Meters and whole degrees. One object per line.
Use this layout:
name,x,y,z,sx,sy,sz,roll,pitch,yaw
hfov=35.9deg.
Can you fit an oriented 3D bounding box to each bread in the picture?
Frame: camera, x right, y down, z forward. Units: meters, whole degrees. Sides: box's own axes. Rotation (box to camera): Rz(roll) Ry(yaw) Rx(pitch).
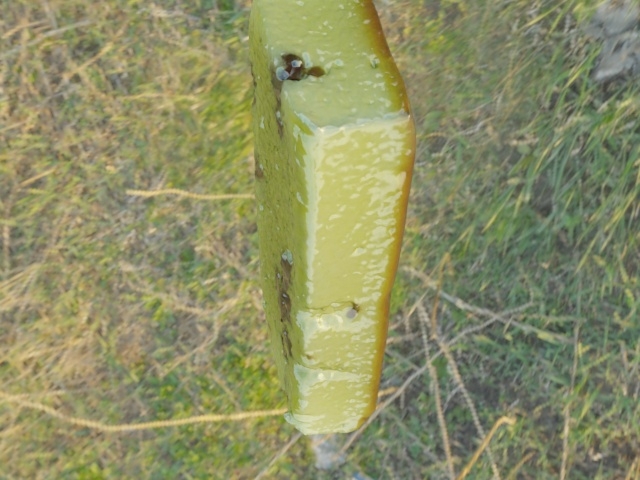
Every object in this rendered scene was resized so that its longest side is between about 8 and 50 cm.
bread,0.000,0.000,0.689,0.077,0.138,0.361,-11,142,-11
